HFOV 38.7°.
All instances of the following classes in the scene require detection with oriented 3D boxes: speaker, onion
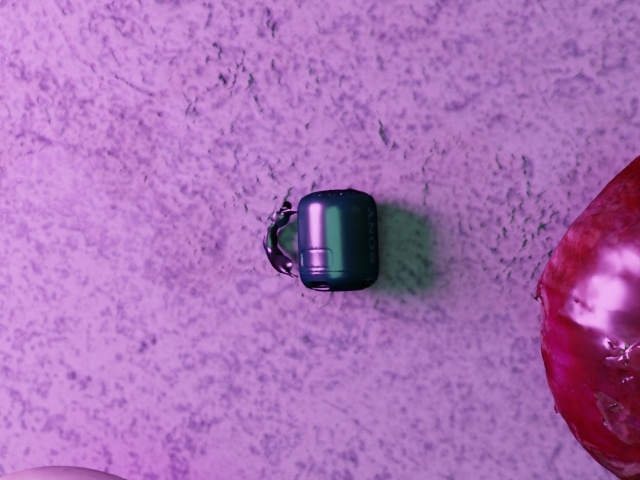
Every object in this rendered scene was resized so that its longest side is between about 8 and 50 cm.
[{"bbox_3d":[-0.004,0.000,0.682,0.094,0.060,0.075,-2,90,16],"label":"speaker"},{"bbox_3d":[0.257,0.057,0.547,0.246,0.190,0.246,1,105,3],"label":"onion"}]

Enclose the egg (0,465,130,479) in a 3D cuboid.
[{"bbox_3d":[-0.159,0.326,0.624,0.283,0.283,0.345,-27,72,14],"label":"egg"}]
